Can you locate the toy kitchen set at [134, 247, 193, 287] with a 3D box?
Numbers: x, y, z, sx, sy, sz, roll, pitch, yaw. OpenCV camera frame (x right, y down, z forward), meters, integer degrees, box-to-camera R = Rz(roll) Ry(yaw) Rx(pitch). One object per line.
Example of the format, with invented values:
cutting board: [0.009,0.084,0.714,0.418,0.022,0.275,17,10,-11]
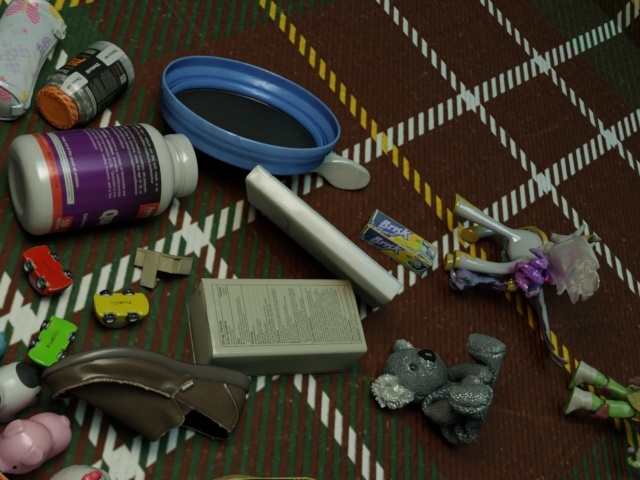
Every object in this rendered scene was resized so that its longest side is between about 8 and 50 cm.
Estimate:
toy kitchen set: [-0.303,0.057,1.555,0.083,0.075,0.068,12,90,20]

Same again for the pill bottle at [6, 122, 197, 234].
pill bottle: [-0.402,-0.121,1.518,0.323,0.181,0.181,-11,65,-32]

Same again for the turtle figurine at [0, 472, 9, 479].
turtle figurine: [-0.471,0.470,1.157,0.217,0.087,0.269,-34,87,-30]

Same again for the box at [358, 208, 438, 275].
box: [0.173,0.005,1.807,0.169,0.054,0.059,32,50,-4]

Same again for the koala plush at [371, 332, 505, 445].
koala plush: [0.221,0.284,1.596,0.221,0.203,0.196,18,40,11]

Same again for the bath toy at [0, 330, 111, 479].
bath toy: [-0.455,0.294,1.255,0.348,0.129,0.151,48,51,8]

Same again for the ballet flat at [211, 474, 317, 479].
ballet flat: [-0.103,0.428,1.378,0.232,0.073,0.080,3,58,-25]

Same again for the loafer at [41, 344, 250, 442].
loafer: [-0.272,0.261,1.335,0.366,0.134,0.130,15,60,-33]

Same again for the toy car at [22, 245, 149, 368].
toy car: [-0.439,0.137,1.399,0.239,0.053,0.225,27,42,-8]

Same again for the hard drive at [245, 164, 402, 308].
hard drive: [0.000,0.000,1.619,0.353,0.233,0.047,41,81,3]

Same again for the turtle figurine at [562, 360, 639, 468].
turtle figurine: [0.663,0.393,1.771,0.266,0.274,0.197,22,73,12]

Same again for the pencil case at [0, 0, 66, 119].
pencil case: [-0.606,-0.367,1.623,0.124,0.113,0.273,30,49,-25]

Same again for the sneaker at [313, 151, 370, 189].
sneaker: [0.015,-0.186,1.846,0.212,0.080,0.094,18,41,-14]

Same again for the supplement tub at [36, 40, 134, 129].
supplement tub: [-0.477,-0.313,1.648,0.117,0.117,0.190,37,50,-1]

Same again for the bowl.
bowl: [-0.153,-0.267,1.726,0.391,0.077,0.391,18,30,-11]

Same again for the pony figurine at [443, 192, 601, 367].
pony figurine: [0.466,0.060,1.810,0.364,0.302,0.351,11,45,-2]

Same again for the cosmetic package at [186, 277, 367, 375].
cosmetic package: [-0.083,0.164,1.537,0.310,0.113,0.160,2,58,-25]
